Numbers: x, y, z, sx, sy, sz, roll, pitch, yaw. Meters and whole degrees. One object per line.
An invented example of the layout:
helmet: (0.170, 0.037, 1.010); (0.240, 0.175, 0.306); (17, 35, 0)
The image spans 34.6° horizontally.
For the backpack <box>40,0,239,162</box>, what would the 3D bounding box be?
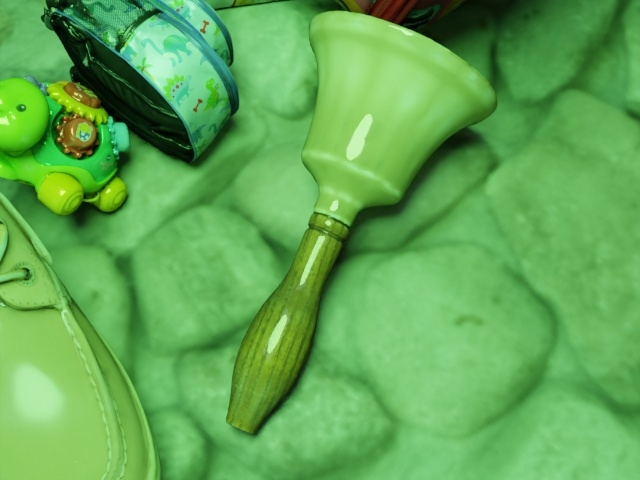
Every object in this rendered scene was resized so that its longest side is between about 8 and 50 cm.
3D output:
backpack: (-0.103, -0.115, 0.660); (0.114, 0.105, 0.084); (40, 76, 14)

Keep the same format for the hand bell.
hand bell: (0.000, 0.000, 0.617); (0.126, 0.126, 0.242); (23, 83, 14)

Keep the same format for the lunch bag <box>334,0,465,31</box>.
lunch bag: (0.128, -0.262, 0.599); (0.120, 0.258, 0.293); (48, 64, 2)

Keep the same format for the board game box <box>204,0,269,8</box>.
board game box: (-0.052, -0.242, 0.743); (0.193, 0.045, 0.147); (-8, 66, 1)

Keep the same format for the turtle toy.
turtle toy: (-0.169, -0.066, 0.636); (0.095, 0.130, 0.066); (37, 105, 14)

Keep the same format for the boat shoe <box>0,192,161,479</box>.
boat shoe: (-0.212, 0.031, 0.580); (0.121, 0.110, 0.341); (-34, 62, -20)
